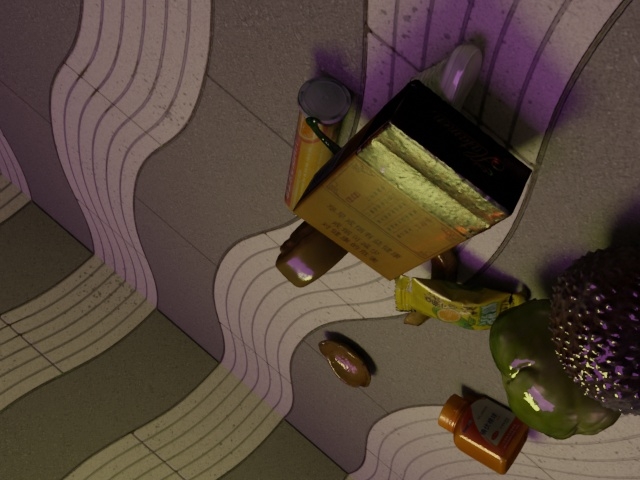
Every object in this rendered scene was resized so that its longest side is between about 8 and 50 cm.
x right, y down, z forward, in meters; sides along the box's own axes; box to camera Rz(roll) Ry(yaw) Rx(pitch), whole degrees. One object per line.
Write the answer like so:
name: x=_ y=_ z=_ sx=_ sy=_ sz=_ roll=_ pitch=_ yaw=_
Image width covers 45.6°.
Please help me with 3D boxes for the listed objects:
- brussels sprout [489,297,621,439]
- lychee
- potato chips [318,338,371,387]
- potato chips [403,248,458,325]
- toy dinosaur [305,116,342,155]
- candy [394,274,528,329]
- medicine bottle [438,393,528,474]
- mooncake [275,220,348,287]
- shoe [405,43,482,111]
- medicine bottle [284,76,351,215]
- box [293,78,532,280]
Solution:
brussels sprout: x=0.478 y=0.259 z=1.518 sx=0.316 sy=0.243 sz=0.274 roll=33 pitch=-165 yaw=-34
lychee: x=0.524 y=0.151 z=1.285 sx=0.300 sy=0.300 sz=0.300 roll=32 pitch=152 yaw=19
potato chips: x=0.088 y=0.390 z=2.490 sx=0.208 sy=0.062 sz=0.195 roll=33 pitch=147 yaw=19
potato chips: x=0.272 y=0.120 z=1.830 sx=0.080 sy=0.057 sz=0.407 roll=37 pitch=154 yaw=17
toy dinosaur: x=0.108 y=-0.088 z=1.636 sx=0.300 sy=0.087 sz=0.447 roll=20 pitch=157 yaw=10
candy: x=0.313 y=0.145 z=1.721 sx=0.297 sy=0.081 sz=0.187 roll=6 pitch=148 yaw=11
medicine bottle: x=0.445 y=0.521 z=2.103 sx=0.222 sy=0.149 sz=0.112 roll=26 pitch=149 yaw=30
mooncake: x=0.000 y=0.000 z=1.844 sx=0.117 sy=0.235 sz=0.235 roll=48 pitch=153 yaw=-6
shoe: x=0.194 y=-0.257 z=1.320 sx=0.110 sy=0.095 sz=0.265 roll=36 pitch=156 yaw=13
medicine bottle: x=-0.018 y=-0.187 z=1.701 sx=0.108 sy=0.108 sz=0.426 roll=36 pitch=154 yaw=11
box: x=0.150 y=-0.089 z=1.388 sx=0.264 sy=0.116 sz=0.415 roll=36 pitch=150 yaw=-8
